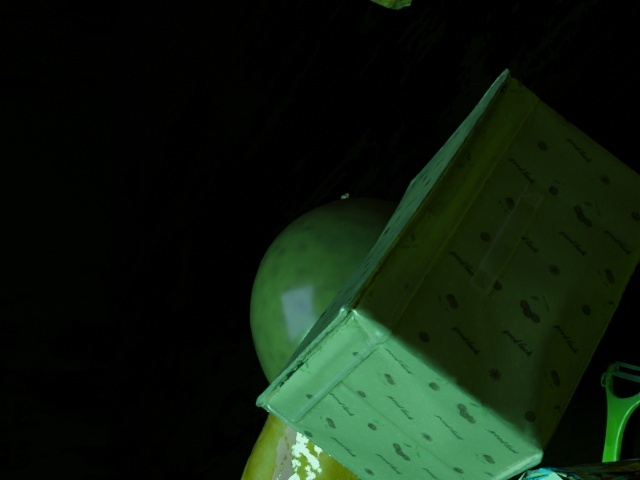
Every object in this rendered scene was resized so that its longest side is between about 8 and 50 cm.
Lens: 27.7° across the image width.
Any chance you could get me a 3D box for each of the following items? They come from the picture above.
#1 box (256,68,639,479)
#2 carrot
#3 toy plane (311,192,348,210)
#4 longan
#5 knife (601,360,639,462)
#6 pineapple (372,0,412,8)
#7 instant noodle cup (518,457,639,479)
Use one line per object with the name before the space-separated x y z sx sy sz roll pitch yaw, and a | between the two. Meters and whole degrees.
box | 0.121 0.053 1.106 0.297 0.190 0.225 -53 2 -34
carrot | -0.007 0.284 1.590 0.196 0.196 0.254 26 100 67
toy plane | -0.010 -0.007 1.798 0.135 0.062 0.188 -57 16 -9
longan | 0.049 0.083 1.387 0.258 0.258 0.258 -174 90 -69
knife | 0.256 0.189 1.129 0.078 0.022 0.166 -168 86 -73
pineapple | 0.103 -0.453 1.538 0.340 0.169 0.169 -68 26 19
instant noodle cup | 0.237 0.258 0.946 0.240 0.178 0.240 -173 90 -69
